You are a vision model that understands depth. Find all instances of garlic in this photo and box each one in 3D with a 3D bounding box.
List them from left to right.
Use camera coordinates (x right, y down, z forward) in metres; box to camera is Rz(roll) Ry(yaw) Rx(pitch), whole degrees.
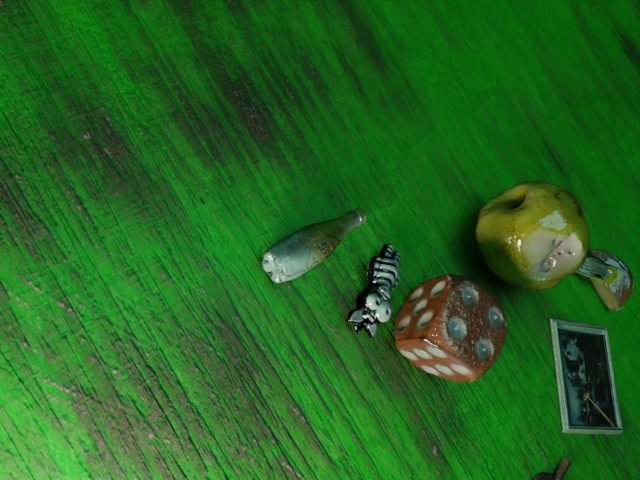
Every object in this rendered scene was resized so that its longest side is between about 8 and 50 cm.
[{"bbox_3d":[0.840,0.098,1.479,0.102,0.087,0.195,-27,89,-17],"label":"garlic"}]

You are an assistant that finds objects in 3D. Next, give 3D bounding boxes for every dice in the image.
[{"bbox_3d":[0.277,0.191,1.093,0.174,0.175,0.179,37,59,-14],"label":"dice"}]

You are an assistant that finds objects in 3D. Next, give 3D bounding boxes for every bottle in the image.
[{"bbox_3d":[0.000,0.000,1.067,0.270,0.083,0.083,-30,89,-36],"label":"bottle"}]

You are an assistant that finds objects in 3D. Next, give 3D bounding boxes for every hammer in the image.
[{"bbox_3d":[0.722,0.438,1.318,0.123,0.014,0.029,46,67,-8],"label":"hammer"}]

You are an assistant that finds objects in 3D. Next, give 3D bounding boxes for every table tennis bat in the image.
[{"bbox_3d":[0.565,0.569,1.153,0.170,0.119,0.107,-41,95,-30],"label":"table tennis bat"}]

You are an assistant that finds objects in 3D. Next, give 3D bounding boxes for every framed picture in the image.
[{"bbox_3d":[0.712,0.360,1.359,0.233,0.019,0.295,10,69,-25],"label":"framed picture"}]

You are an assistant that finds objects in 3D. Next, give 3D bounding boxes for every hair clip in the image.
[{"bbox_3d":[0.754,0.076,1.438,0.189,0.033,0.060,20,97,7],"label":"hair clip"}]

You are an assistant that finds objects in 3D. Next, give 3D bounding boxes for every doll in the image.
[{"bbox_3d":[0.125,0.107,1.105,0.091,0.067,0.219,43,59,-32],"label":"doll"}]

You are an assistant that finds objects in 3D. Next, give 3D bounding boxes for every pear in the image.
[{"bbox_3d":[0.518,-0.008,1.245,0.271,0.271,0.270,9,70,-25],"label":"pear"}]
